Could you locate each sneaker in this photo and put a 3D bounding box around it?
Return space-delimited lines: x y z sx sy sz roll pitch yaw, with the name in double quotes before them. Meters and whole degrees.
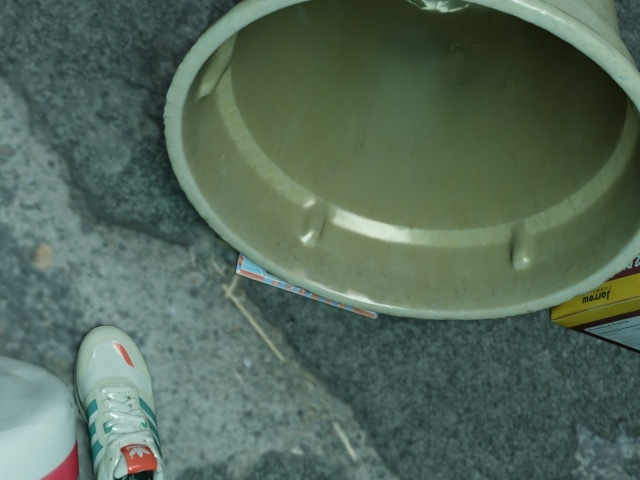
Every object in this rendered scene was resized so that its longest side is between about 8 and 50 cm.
"sneaker" -0.129 0.134 0.724 0.057 0.075 0.161 -2 78 -27

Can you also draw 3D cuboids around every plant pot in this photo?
"plant pot" 0.084 -0.158 0.792 0.333 0.334 0.306 27 51 -19

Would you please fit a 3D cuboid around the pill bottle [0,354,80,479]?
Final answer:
"pill bottle" -0.210 0.232 0.558 0.176 0.176 0.319 -6 104 -28

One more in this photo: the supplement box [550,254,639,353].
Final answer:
"supplement box" 0.332 0.001 0.963 0.194 0.129 0.191 20 69 -22

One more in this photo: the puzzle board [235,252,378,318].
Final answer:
"puzzle board" 0.000 0.000 0.863 0.128 0.011 0.096 19 68 -21
